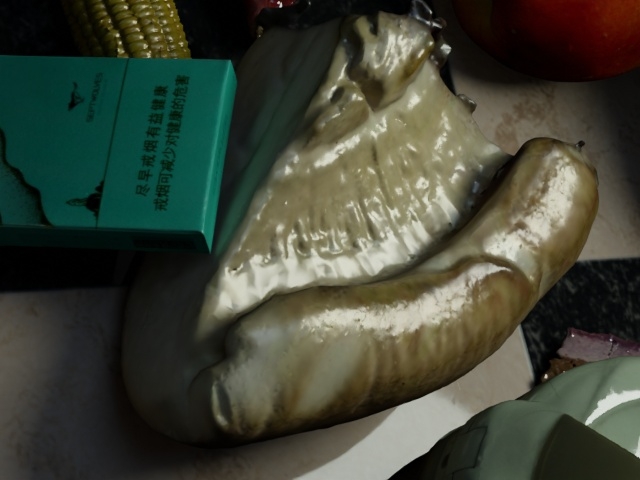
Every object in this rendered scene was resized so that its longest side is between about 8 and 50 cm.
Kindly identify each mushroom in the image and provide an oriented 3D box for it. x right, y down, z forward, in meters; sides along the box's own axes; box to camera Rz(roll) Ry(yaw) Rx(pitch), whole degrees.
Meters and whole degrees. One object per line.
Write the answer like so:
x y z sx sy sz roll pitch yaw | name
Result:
0.023 0.037 1.558 0.313 0.224 0.397 39 61 -24 | mushroom

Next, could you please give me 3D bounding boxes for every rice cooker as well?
0.203 0.260 1.450 0.335 0.325 0.335 12 63 -23 | rice cooker

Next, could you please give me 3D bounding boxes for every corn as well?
-0.172 -0.210 1.612 0.102 0.102 0.313 -6 71 -30 | corn

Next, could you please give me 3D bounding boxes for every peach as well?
0.235 -0.259 1.790 0.243 0.199 0.243 10 60 -17 | peach

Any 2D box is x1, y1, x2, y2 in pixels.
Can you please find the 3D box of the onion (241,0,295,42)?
-0.035 -0.272 1.692 0.173 0.135 0.198 3 68 -24 | onion

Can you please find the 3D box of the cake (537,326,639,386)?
0.333 0.171 1.697 0.295 0.113 0.116 18 59 5 | cake

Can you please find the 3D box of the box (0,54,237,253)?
-0.187 -0.070 1.504 0.226 0.042 0.161 1 60 10 | box
